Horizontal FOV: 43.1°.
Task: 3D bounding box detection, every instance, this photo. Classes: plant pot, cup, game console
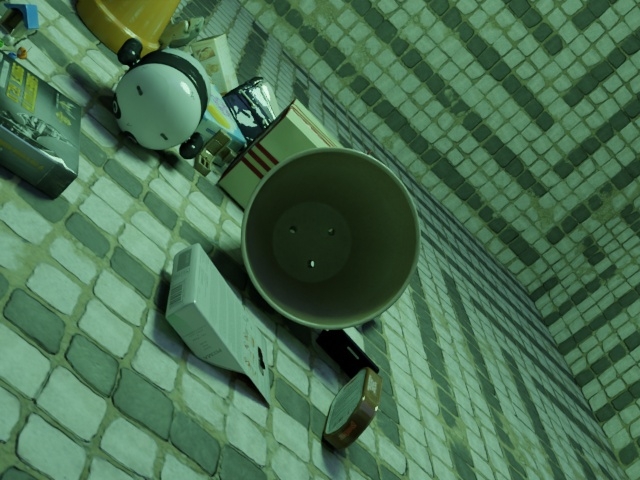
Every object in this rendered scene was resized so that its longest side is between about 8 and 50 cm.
[{"bbox_3d":[-0.427,-0.547,1.886,0.205,0.188,0.205,43,17,-16],"label":"plant pot"},{"bbox_3d":[0.000,0.000,1.570,0.331,0.331,0.237,46,-10,-6],"label":"cup"},{"bbox_3d":[0.058,0.212,1.568,0.122,0.107,0.071,47,44,-1],"label":"game console"}]

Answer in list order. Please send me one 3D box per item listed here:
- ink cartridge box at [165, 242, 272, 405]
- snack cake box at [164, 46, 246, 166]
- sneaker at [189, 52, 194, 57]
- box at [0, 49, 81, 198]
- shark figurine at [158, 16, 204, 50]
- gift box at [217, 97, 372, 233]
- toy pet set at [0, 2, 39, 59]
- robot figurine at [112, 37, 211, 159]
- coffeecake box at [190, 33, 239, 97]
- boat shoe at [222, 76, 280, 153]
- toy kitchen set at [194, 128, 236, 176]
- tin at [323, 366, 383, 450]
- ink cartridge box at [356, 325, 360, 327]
[{"bbox_3d":[-0.155,0.138,1.263,0.224,0.056,0.181,61,9,-28],"label":"ink cartridge box"},{"bbox_3d":[-0.288,-0.307,1.858,0.152,0.089,0.264,27,26,-49],"label":"snack cake box"},{"bbox_3d":[-0.321,-0.455,2.164,0.094,0.080,0.212,56,13,-12],"label":"sneaker"},{"bbox_3d":[-0.451,-0.186,1.214,0.183,0.056,0.231,37,20,-32],"label":"box"},{"bbox_3d":[-0.387,-0.532,2.039,0.278,0.166,0.116,42,19,33],"label":"shark figurine"},{"bbox_3d":[-0.038,-0.149,1.817,0.258,0.276,0.255,46,21,-12],"label":"gift box"},{"bbox_3d":[-0.543,-0.389,1.437,0.122,0.065,0.114,46,16,-5],"label":"toy pet set"},{"bbox_3d":[-0.311,-0.281,1.600,0.209,0.173,0.278,20,22,-9],"label":"robot figurine"},{"bbox_3d":[-0.265,-0.429,2.089,0.142,0.068,0.185,-77,154,-70],"label":"coffeecake box"},{"bbox_3d":[-0.152,-0.227,2.019,0.158,0.127,0.340,-28,94,-35],"label":"boat shoe"},{"bbox_3d":[-0.218,-0.180,1.747,0.068,0.083,0.075,40,18,-24],"label":"toy kitchen set"},{"bbox_3d":[0.055,0.274,1.341,0.040,0.106,0.189,46,16,-6],"label":"tin"},{"bbox_3d":[0.090,0.129,1.851,0.109,0.063,0.150,50,16,9],"label":"ink cartridge box"}]
